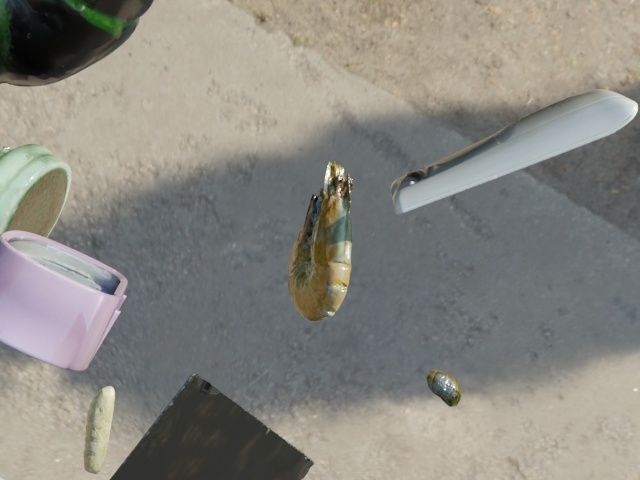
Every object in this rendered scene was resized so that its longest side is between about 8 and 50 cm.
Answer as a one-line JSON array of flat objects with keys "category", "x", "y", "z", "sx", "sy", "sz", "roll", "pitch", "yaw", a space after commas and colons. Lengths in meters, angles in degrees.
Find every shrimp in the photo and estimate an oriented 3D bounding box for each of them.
[{"category": "shrimp", "x": -0.002, "y": 0.000, "z": 1.003, "sx": 0.051, "sy": 0.115, "sz": 0.217, "roll": 11, "pitch": 86, "yaw": -49}]

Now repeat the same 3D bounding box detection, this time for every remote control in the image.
[{"category": "remote control", "x": 0.232, "y": -0.119, "z": 0.954, "sx": 0.313, "sy": 0.109, "sz": 0.055, "roll": -21, "pitch": 104, "yaw": 8}]

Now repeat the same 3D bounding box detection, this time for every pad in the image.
[{"category": "pad", "x": -0.104, "y": 0.196, "z": 0.399, "sx": 0.004, "sy": 0.163, "sz": 0.243, "roll": 27, "pitch": 73, "yaw": 35}]

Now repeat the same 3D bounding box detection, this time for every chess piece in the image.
[{"category": "chess piece", "x": -0.539, "y": -0.098, "z": 1.090, "sx": 0.299, "sy": 0.194, "sz": 0.194, "roll": 27, "pitch": 70, "yaw": 1}]

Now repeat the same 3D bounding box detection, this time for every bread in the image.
[{"category": "bread", "x": -0.526, "y": 0.445, "z": 1.772, "sx": 0.053, "sy": 0.073, "sz": 0.214, "roll": 8, "pitch": 95, "yaw": -28}]

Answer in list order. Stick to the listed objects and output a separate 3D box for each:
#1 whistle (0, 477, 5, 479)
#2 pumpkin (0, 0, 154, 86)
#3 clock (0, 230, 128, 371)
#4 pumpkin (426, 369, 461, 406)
[{"category": "whistle", "x": -0.417, "y": 0.278, "z": 0.761, "sx": 0.189, "sy": 0.348, "sz": 0.189, "roll": 4, "pitch": 58, "yaw": -7}, {"category": "pumpkin", "x": -0.232, "y": -0.243, "z": 0.526, "sx": 0.248, "sy": 0.248, "sz": 0.248, "roll": 3, "pitch": 72, "yaw": -9}, {"category": "clock", "x": -0.189, "y": 0.031, "z": 0.504, "sx": 0.110, "sy": 0.152, "sz": 0.050, "roll": 28, "pitch": 87, "yaw": -12}, {"category": "pumpkin", "x": 0.229, "y": 0.265, "z": 1.365, "sx": 0.083, "sy": 0.028, "sz": 0.050, "roll": 33, "pitch": 52, "yaw": -14}]
